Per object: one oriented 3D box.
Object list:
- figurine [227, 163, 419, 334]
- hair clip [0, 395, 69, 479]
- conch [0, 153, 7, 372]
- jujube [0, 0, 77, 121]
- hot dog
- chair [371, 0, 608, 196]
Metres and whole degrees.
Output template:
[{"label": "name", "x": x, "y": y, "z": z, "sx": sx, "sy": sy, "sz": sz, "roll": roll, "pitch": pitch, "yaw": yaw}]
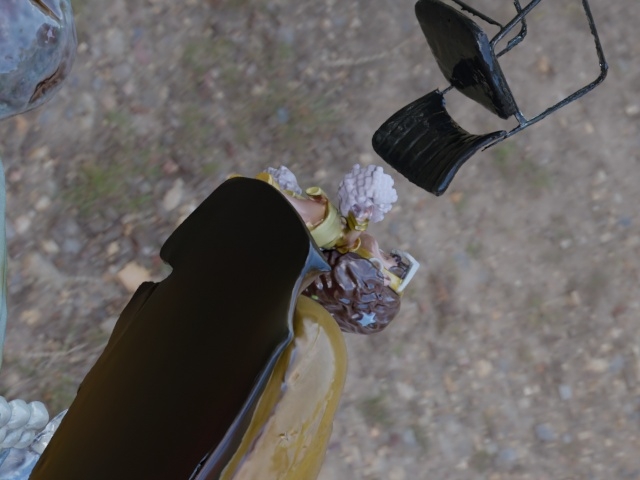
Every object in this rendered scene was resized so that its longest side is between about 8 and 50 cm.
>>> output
[{"label": "figurine", "x": 0.001, "y": 0.002, "z": 1.510, "sx": 0.240, "sy": 0.175, "sz": 0.115, "roll": 53, "pitch": 56, "yaw": -37}, {"label": "hair clip", "x": -0.277, "y": 0.184, "z": 1.296, "sx": 0.054, "sy": 0.140, "sz": 0.220, "roll": 41, "pitch": 9, "yaw": 27}, {"label": "conch", "x": -0.211, "y": 0.049, "z": 0.462, "sx": 0.303, "sy": 0.319, "sz": 0.215, "roll": -45, "pitch": 109, "yaw": -38}, {"label": "jujube", "x": -0.362, "y": -0.242, "z": 1.447, "sx": 0.215, "sy": 0.246, "sz": 0.308, "roll": -36, "pitch": 111, "yaw": 9}, {"label": "hot dog", "x": -0.088, "y": 0.134, "z": 0.854, "sx": 0.326, "sy": 0.194, "sz": 0.107, "roll": -48, "pitch": 127, "yaw": 1}, {"label": "chair", "x": 0.145, "y": -0.170, "z": 1.511, "sx": 0.221, "sy": 0.140, "sz": 0.145, "roll": -39, "pitch": 132, "yaw": -9}]
